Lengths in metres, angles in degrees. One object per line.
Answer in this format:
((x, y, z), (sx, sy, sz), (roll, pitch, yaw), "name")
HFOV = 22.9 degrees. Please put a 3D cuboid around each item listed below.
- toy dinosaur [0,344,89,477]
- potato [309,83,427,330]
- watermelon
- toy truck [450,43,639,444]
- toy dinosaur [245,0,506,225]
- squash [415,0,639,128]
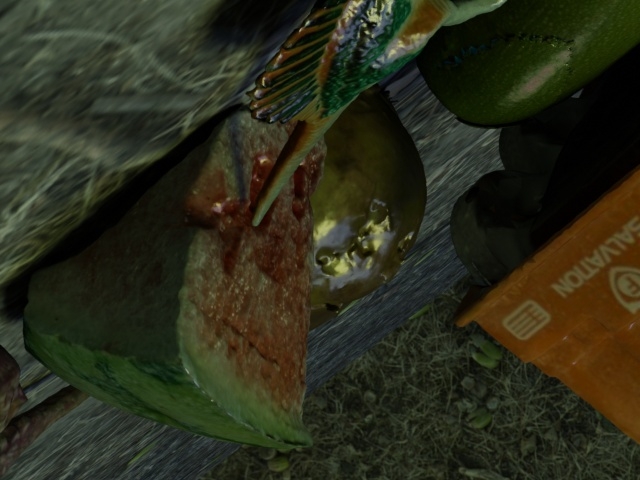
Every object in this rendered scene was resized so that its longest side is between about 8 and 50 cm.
((-0.172, 0.120, 0.743), (0.200, 0.072, 0.251), (-49, 163, -3), "toy dinosaur")
((0.000, 0.000, 0.808), (0.164, 0.081, 0.200), (-39, 175, -10), "potato")
((-0.038, 0.016, 0.625), (0.158, 0.121, 0.098), (-42, 151, -5), "watermelon")
((0.229, -0.061, 0.786), (0.173, 0.207, 0.387), (-45, -174, 43), "toy truck")
((0.007, -0.066, 0.527), (0.187, 0.044, 0.106), (-46, 171, 24), "toy dinosaur")
((0.117, -0.131, 0.561), (0.087, 0.087, 0.331), (-34, 171, -33), "squash")
